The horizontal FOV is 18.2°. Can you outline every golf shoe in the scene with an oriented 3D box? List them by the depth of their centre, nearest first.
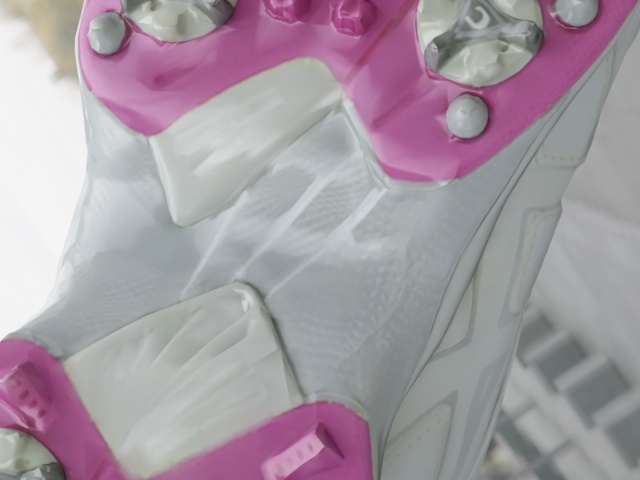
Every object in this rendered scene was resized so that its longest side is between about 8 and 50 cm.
[{"bbox_3d":[0.000,0.000,0.456,0.115,0.306,0.140,22,168,16],"label":"golf shoe"}]
